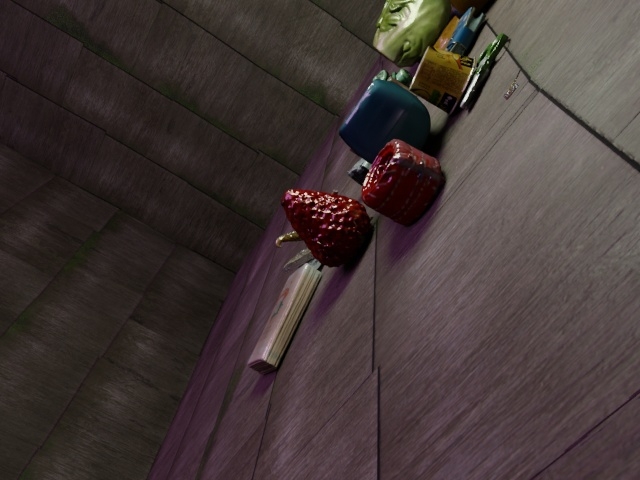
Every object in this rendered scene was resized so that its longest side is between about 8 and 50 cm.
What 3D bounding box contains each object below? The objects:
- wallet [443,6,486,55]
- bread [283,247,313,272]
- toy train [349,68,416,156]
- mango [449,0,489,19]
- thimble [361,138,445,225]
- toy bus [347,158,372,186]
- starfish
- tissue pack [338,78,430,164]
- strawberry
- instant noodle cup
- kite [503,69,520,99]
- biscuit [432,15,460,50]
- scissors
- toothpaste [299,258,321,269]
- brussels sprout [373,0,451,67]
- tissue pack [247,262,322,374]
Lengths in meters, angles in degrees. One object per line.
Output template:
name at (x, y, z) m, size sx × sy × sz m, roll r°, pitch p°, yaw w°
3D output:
wallet at (0.386, -0.551, 1.645) m, size 0.202 × 0.059 × 0.141 m, roll -59°, pitch 3°, yaw -7°
bread at (-0.036, 0.036, 1.920) m, size 0.193 × 0.036 × 0.112 m, roll -29°, pitch 10°, yaw 35°
toy train at (0.208, -0.432, 1.967) m, size 0.304 × 0.150 × 0.221 m, roll -50°, pitch 24°, yaw 37°
mango at (0.465, -0.794, 1.693) m, size 0.287 × 0.153 × 0.201 m, roll -59°, pitch 13°, yaw 3°
thimble at (0.175, -0.128, 1.265) m, size 0.163 × 0.125 × 0.189 m, roll -61°, pitch 10°, yaw 7°
toy bus at (0.149, -0.214, 1.754) m, size 0.089 × 0.087 × 0.194 m, roll -53°, pitch 9°, yaw -7°
starfish at (-0.007, -0.067, 2.008) m, size 0.375 × 0.094 × 0.327 m, roll -31°, pitch 11°, yaw 36°
tissue pack at (0.172, -0.285, 1.453) m, size 0.198 × 0.206 × 0.287 m, roll -55°, pitch 6°, yaw 13°
strawberry at (0.002, -0.049, 1.528) m, size 0.205 × 0.244 × 0.205 m, roll -57°, pitch 6°, yaw 10°
instant noodle cup at (0.292, -0.393, 1.399) m, size 0.151 × 0.122 × 0.151 m, roll 22°, pitch -90°, yaw -88°
kite at (0.382, -0.309, 1.131) m, size 0.078 × 0.002 × 0.044 m, roll -59°, pitch 10°, yaw 3°
biscuit at (0.404, -0.638, 1.868) m, size 0.262 × 0.037 × 0.262 m, roll -56°, pitch 10°, yaw 16°
scissors at (0.370, -0.384, 1.332) m, size 0.204 × 0.027 × 0.101 m, roll -61°, pitch 6°, yaw -16°
toothpaste at (-0.029, 0.080, 1.898) m, size 0.064 × 0.041 × 0.218 m, roll -52°, pitch 11°, yaw -18°
brussels sprout at (0.332, -0.787, 2.067) m, size 0.328 × 0.247 × 0.328 m, roll -55°, pitch 3°, yaw 4°
tissue pack at (-0.110, 0.236, 1.737) m, size 0.325 × 0.071 × 0.170 m, roll -64°, pitch 13°, yaw -26°
